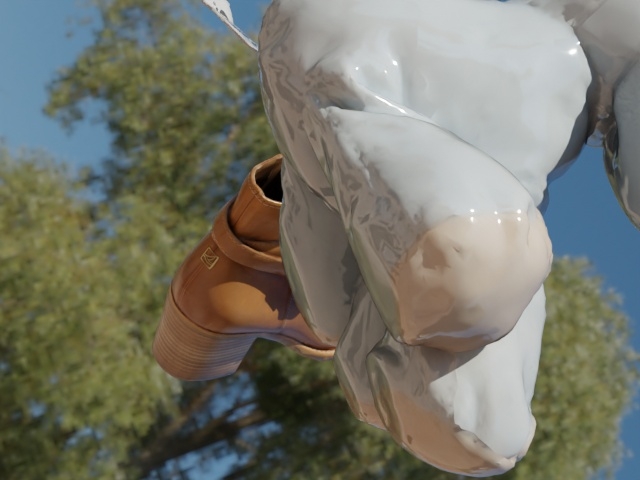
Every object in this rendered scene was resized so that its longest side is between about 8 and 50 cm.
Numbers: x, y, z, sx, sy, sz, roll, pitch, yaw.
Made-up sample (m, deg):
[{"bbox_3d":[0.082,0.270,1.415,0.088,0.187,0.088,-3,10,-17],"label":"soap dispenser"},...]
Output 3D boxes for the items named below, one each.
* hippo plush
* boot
[{"bbox_3d":[0.100,-0.048,0.661,0.234,0.237,0.294,91,-23,-58],"label":"hippo plush"},{"bbox_3d":[0.000,0.000,1.136,0.109,0.283,0.220,55,-45,27],"label":"boot"}]
